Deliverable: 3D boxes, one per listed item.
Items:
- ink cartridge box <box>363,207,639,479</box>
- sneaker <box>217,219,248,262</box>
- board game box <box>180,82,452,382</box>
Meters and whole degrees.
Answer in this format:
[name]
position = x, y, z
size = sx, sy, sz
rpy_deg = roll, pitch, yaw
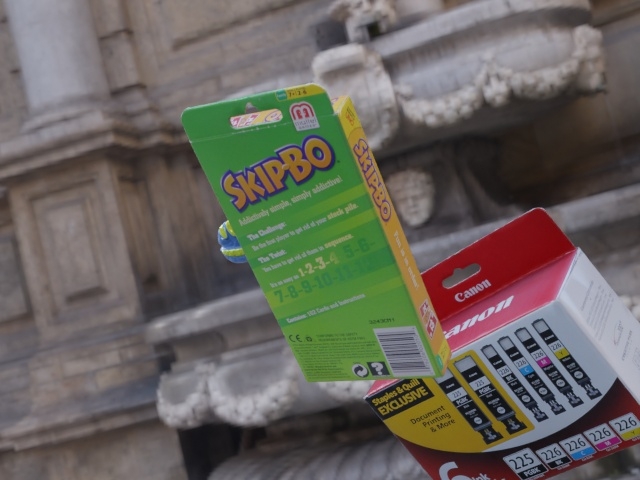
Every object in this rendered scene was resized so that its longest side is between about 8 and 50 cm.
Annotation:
[ink cartridge box]
position = 0.218, 0.152, 1.241
size = 0.309, 0.272, 0.130
rpy_deg = -35, 9, 37
[sneaker]
position = -0.024, -0.019, 1.092
size = 0.188, 0.067, 0.078
rpy_deg = -11, 10, 34
[board game box]
position = 0.000, 0.000, 0.761
size = 0.124, 0.259, 0.039
rpy_deg = -7, 35, 30
